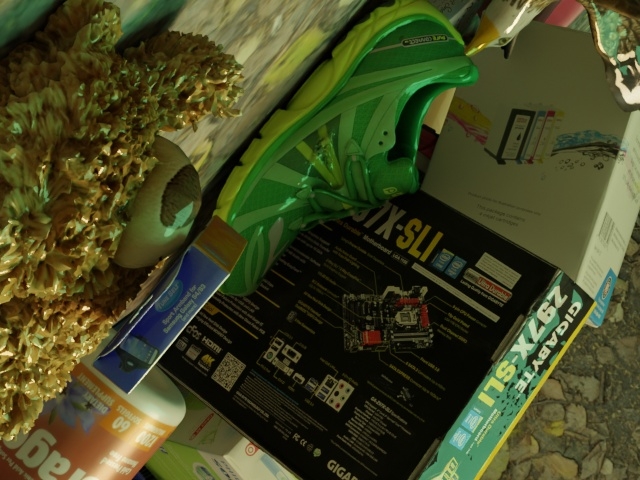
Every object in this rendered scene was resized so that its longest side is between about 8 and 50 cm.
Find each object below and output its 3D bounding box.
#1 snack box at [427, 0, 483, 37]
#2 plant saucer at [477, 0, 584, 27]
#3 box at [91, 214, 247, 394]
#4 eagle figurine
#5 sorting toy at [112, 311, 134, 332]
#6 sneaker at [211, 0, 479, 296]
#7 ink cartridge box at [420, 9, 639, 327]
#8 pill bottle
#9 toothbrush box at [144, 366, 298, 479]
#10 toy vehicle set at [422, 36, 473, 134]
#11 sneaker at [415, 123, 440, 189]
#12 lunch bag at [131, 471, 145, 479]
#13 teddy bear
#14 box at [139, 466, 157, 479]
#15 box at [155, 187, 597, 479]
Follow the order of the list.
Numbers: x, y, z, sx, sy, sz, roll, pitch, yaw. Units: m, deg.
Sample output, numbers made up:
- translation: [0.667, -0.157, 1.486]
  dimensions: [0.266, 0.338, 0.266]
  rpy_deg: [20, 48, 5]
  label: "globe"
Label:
- translation: [0.096, -0.189, 1.482]
  dimensions: [0.141, 0.037, 0.100]
  rpy_deg: [-45, 172, -32]
  label: "snack box"
- translation: [0.269, -0.312, 1.652]
  dimensions: [0.332, 0.084, 0.332]
  rpy_deg: [-48, 174, -6]
  label: "plant saucer"
- translation: [-0.076, 0.032, 0.838]
  dimensions: [0.081, 0.028, 0.136]
  rpy_deg: [-50, -175, 7]
  label: "box"
- translation: [0.199, -0.221, 1.275]
  dimensions: [0.225, 0.226, 0.298]
  rpy_deg: [-16, 167, 24]
  label: "eagle figurine"
- translation: [-0.231, 0.194, 1.492]
  dimensions: [0.347, 0.047, 0.196]
  rpy_deg: [-52, 172, 23]
  label: "sorting toy"
- translation: [0.014, -0.062, 1.317]
  dimensions: [0.295, 0.123, 0.109]
  rpy_deg: [-51, 171, 9]
  label: "sneaker"
- translation: [0.206, -0.065, 1.496]
  dimensions: [0.232, 0.168, 0.171]
  rpy_deg: [-70, 159, -7]
  label: "ink cartridge box"
- translation: [-0.210, 0.167, 1.194]
  dimensions: [0.216, 0.121, 0.121]
  rpy_deg: [-50, 172, 3]
  label: "pill bottle"
- translation: [-0.057, 0.162, 1.602]
  dimensions: [0.206, 0.122, 0.283]
  rpy_deg: [-46, -157, -20]
  label: "toothbrush box"
- translation: [0.161, -0.145, 1.822]
  dimensions: [0.267, 0.035, 0.166]
  rpy_deg: [-17, 128, -69]
  label: "toy vehicle set"
- translation: [0.048, -0.037, 1.629]
  dimensions: [0.112, 0.121, 0.299]
  rpy_deg: [-57, 172, -15]
  label: "sneaker"
- translation: [-0.284, 0.330, 1.437]
  dimensions: [0.293, 0.138, 0.221]
  rpy_deg: [-20, 169, -18]
  label: "lunch bag"
- translation: [-0.126, 0.001, 0.891]
  dimensions: [0.245, 0.113, 0.338]
  rpy_deg: [-46, 172, -36]
  label: "teddy bear"
- translation: [-0.144, 0.350, 1.870]
  dimensions: [0.313, 0.179, 0.343]
  rpy_deg: [-24, -172, 33]
  label: "box"
- translation: [0.034, 0.078, 1.365]
  dimensions: [0.257, 0.322, 0.079]
  rpy_deg: [-55, 137, -4]
  label: "box"
